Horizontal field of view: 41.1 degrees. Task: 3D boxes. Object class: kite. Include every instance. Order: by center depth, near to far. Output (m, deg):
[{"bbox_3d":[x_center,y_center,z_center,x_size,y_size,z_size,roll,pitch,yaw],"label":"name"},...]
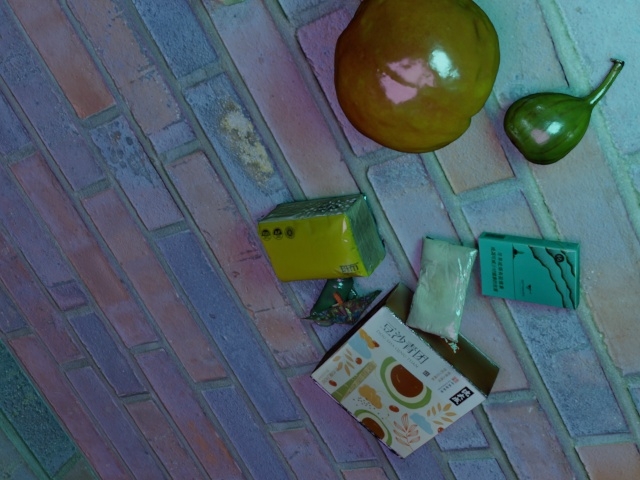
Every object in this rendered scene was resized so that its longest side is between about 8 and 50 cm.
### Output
[{"bbox_3d":[0.058,0.183,2.236,0.232,0.009,0.189,-22,143,2],"label":"kite"}]

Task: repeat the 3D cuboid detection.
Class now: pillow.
[{"bbox_3d":[0.287,0.114,2.037,0.148,0.050,0.230,14,95,40],"label":"pillow"}]

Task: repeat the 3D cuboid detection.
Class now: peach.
[{"bbox_3d":[0.176,-0.347,1.697,0.301,0.343,0.343,26,131,-10],"label":"peach"}]

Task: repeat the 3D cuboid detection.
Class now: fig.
[{"bbox_3d":[0.502,-0.261,1.723,0.259,0.151,0.151,-33,101,12],"label":"fig"}]

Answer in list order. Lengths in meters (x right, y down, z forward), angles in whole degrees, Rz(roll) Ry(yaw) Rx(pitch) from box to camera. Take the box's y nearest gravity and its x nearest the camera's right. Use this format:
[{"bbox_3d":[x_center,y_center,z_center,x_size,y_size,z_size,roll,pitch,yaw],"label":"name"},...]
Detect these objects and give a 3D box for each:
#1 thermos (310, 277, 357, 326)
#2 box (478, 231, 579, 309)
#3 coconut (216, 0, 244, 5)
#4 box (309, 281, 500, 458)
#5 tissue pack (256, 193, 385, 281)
[{"bbox_3d":[0.038,0.144,2.251,0.083,0.073,0.188,55,138,32],"label":"thermos"},{"bbox_3d":[0.480,0.069,1.968,0.226,0.042,0.161,8,124,30],"label":"box"},{"bbox_3d":[-0.223,-0.603,1.856,0.183,0.171,0.171,26,129,6],"label":"coconut"},{"bbox_3d":[0.213,0.352,2.257,0.344,0.122,0.385,42,131,0],"label":"box"},{"bbox_3d":[0.000,0.000,2.141,0.271,0.134,0.192,-6,117,33],"label":"tissue pack"}]
